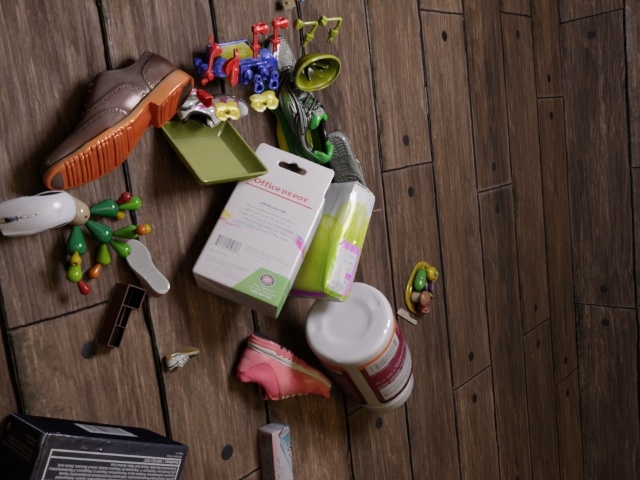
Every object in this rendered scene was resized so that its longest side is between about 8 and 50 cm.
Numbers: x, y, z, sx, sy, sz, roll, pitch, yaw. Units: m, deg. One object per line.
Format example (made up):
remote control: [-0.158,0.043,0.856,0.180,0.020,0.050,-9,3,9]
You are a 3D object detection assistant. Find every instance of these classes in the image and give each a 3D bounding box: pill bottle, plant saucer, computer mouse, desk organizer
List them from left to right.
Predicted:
computer mouse: [-0.527,-0.043,1.075,0.192,0.042,0.106,-17,104,-25]
desk organizer: [-0.403,0.153,1.244,0.047,0.050,0.130,29,71,-43]
plant saucer: [-0.238,-0.189,1.355,0.188,0.045,0.188,-15,58,-45]
pill bottle: [0.120,0.299,1.623,0.224,0.224,0.392,-62,149,-25]

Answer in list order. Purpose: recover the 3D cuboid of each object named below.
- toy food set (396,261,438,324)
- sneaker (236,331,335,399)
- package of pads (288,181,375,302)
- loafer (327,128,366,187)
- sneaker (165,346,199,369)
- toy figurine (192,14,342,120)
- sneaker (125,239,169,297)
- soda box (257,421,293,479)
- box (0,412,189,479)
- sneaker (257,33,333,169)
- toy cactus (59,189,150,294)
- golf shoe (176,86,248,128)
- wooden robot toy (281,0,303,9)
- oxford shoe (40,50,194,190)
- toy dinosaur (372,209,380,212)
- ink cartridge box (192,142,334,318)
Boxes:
toy food set: [0.343,0.173,2.016,0.128,0.071,0.218,43,62,-38]
sneaker: [-0.095,0.349,1.556,0.314,0.116,0.136,39,77,-36]
package of pads: [0.000,0.000,1.536,0.101,0.229,0.297,30,69,-43]
loafer: [0.076,-0.201,1.704,0.087,0.094,0.251,-74,153,-52]
sneaker: [-0.308,0.263,1.367,0.083,0.031,0.037,-12,114,-41]
toy figurine: [-0.153,-0.422,1.367,0.362,0.217,0.191,-24,135,-31]
sneaker: [-0.369,0.065,1.286,0.051,0.070,0.134,-36,87,-30]
soda box: [-0.113,0.560,1.558,0.063,0.058,0.183,-11,99,-46]
box: [-0.441,0.492,1.118,0.296,0.182,0.294,25,72,-42]
sneaker: [-0.051,-0.346,1.532,0.134,0.146,0.344,-40,118,-38]
toy cactus: [-0.437,-0.023,1.180,0.180,0.112,0.219,46,68,-26]
golf shoe: [-0.243,-0.287,1.381,0.186,0.067,0.086,-2,77,-40]
wooden robot toy: [-0.067,-0.659,1.583,0.079,0.076,0.174,42,55,-79]
oxford shoe: [-0.413,-0.237,1.192,0.132,0.130,0.364,40,59,1]
toy dinosaur: [0.048,-0.107,1.657,0.211,0.112,0.064,39,65,3]
ink cartridge box: [-0.121,-0.026,1.413,0.119,0.207,0.354,99,14,-68]
